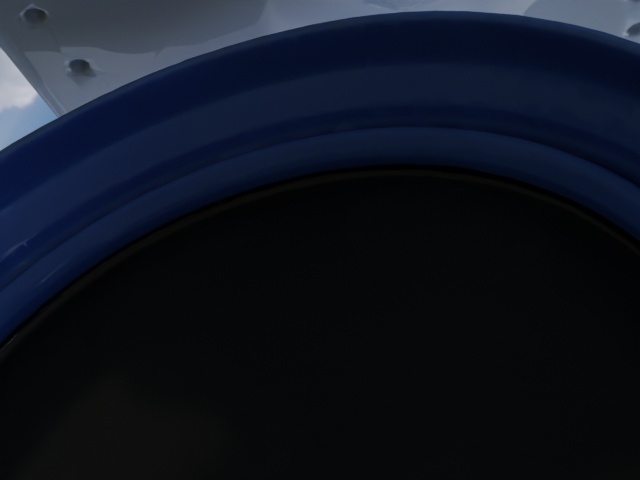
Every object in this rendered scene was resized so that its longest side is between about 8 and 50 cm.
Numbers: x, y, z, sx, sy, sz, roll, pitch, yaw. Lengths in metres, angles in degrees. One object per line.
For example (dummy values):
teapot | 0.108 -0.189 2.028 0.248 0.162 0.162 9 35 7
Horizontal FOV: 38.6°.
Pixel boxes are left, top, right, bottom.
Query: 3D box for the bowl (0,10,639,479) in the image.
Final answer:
bowl | -0.031 0.059 0.310 0.391 0.077 0.391 -14 -141 11

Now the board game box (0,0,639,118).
board game box | 0.031 -0.169 0.409 0.390 0.390 0.050 -17 -120 5
